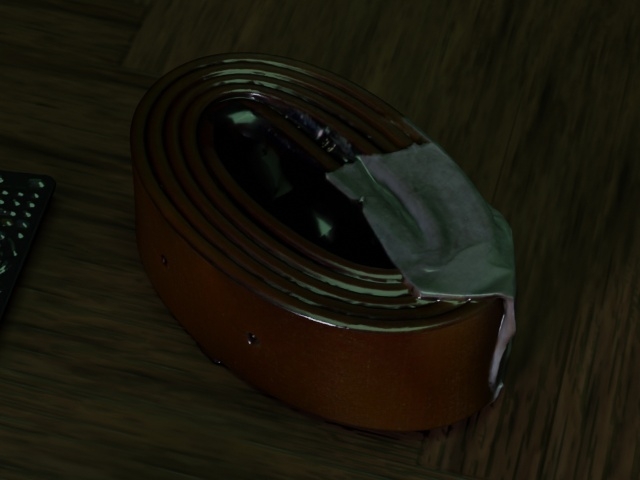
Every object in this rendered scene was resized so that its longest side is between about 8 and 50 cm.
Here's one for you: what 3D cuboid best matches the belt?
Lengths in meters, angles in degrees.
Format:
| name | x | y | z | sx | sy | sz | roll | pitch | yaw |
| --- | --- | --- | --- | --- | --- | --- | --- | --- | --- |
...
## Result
| name | x | y | z | sx | sy | sz | roll | pitch | yaw |
| --- | --- | --- | --- | --- | --- | --- | --- | --- | --- |
| belt | 0.000 | 0.000 | 1.406 | 0.217 | 0.122 | 0.339 | -33 | 56 | -29 |

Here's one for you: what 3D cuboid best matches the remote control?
| name | x | y | z | sx | sy | sz | roll | pitch | yaw |
| --- | --- | --- | --- | --- | --- | --- | --- | --- | --- |
| remote control | -0.255 | 0.036 | 1.408 | 0.063 | 0.025 | 0.245 | 10 | 47 | 6 |
